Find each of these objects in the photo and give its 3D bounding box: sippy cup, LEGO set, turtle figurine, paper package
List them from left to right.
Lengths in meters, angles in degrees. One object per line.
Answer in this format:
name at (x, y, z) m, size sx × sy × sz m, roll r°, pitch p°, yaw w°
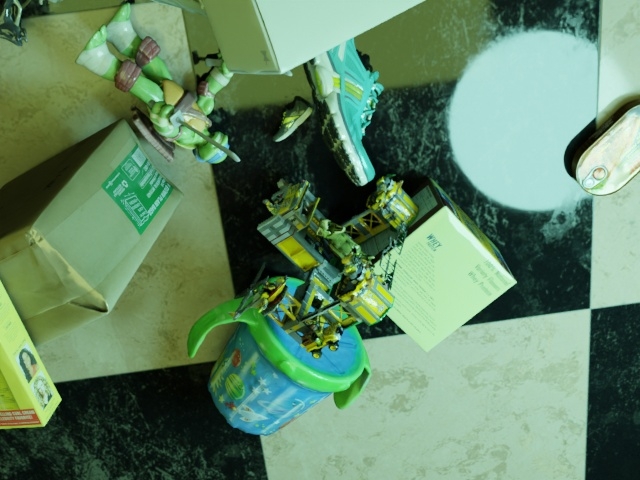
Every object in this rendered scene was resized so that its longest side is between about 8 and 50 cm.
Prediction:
paper package at (-0.405, 0.006, 1.234) m, size 0.309 × 0.325 × 0.168 m, roll -23°, pitch 116°, yaw 25°
turtle figurine at (-0.207, -0.247, 1.238) m, size 0.266 × 0.274 × 0.198 m, roll 39°, pitch 72°, yaw -16°
sippy cup at (-0.077, 0.221, 1.464) m, size 0.305 × 0.240 × 0.224 m, roll 43°, pitch 117°, yaw 2°
LEGO set at (0.000, 0.000, 1.311) m, size 0.192 × 0.331 × 0.255 m, roll 44°, pitch 137°, yaw -21°

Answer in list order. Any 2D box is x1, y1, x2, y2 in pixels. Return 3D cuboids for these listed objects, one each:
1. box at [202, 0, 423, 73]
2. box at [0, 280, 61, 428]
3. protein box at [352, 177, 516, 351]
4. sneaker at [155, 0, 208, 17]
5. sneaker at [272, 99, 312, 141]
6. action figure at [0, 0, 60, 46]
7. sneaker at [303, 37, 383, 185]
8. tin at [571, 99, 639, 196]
box at (0.007, -0.348, 1.153) m, size 0.311 × 0.148 × 0.121 m, roll -33°, pitch 119°, yaw -28°
box at (-0.436, 0.147, 1.102) m, size 0.087 × 0.058 × 0.232 m, roll -5°, pitch 121°, yaw 15°
protein box at (0.188, 0.042, 1.435) m, size 0.201 × 0.136 × 0.200 m, roll -41°, pitch 111°, yaw 14°
sneaker at (-0.166, -0.372, 1.218) m, size 0.262 × 0.121 × 0.099 m, roll 12°, pitch 113°, yaw -10°
sneaker at (-0.052, -0.198, 1.364) m, size 0.083 × 0.031 × 0.035 m, roll -42°, pitch 98°, yaw 10°
action figure at (-0.383, -0.399, 1.170) m, size 0.275 × 0.164 × 0.141 m, roll -32°, pitch 119°, yaw 16°
sneaker at (0.048, -0.223, 1.288) m, size 0.109 × 0.107 × 0.275 m, roll -14°, pitch 94°, yaw -10°
tin at (0.520, -0.159, 1.423) m, size 0.106 × 0.040 × 0.189 m, roll 41°, pitch 106°, yaw -16°
